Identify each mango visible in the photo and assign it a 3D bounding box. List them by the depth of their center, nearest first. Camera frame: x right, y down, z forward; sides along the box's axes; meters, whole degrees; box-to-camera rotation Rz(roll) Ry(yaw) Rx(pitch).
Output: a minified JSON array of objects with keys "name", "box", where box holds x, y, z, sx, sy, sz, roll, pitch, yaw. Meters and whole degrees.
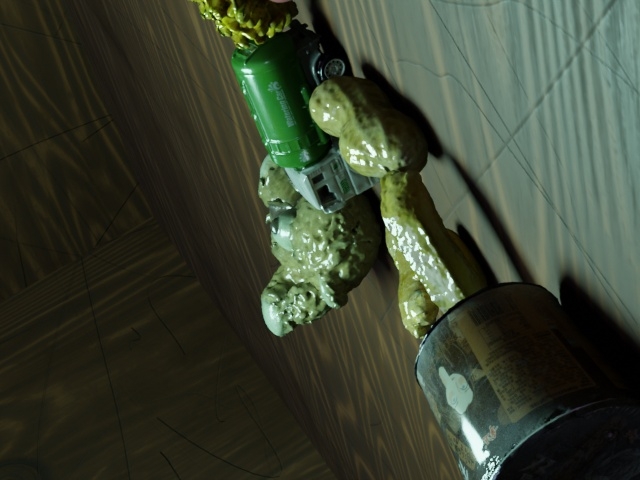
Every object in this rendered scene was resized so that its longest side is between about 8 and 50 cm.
[{"name":"mango","box":[0.157,0.038,2.071,0.079,0.057,0.114,-133,18,-76]}]

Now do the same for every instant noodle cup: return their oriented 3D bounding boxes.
[{"name":"instant noodle cup","box":[0.211,0.171,1.797,0.217,0.217,0.207,72,172,-47]}]

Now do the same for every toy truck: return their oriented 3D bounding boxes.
[{"name":"toy truck","box":[-0.018,-0.153,2.191,0.101,0.125,0.242,44,162,54]}]

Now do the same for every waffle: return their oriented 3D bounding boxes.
[{"name":"waffle","box":[-0.103,-0.319,2.088,0.193,0.070,0.197,63,-155,-2]}]

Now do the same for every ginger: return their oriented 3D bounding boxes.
[{"name":"ginger","box":[0.109,0.033,2.167,0.193,0.052,0.176,62,-167,-82]}]

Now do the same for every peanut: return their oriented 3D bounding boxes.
[{"name":"peanut","box":[0.051,-0.128,2.034,0.193,0.089,0.089,48,164,48]}]

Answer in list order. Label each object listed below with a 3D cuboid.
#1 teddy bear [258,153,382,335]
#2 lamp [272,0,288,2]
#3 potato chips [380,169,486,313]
[{"name":"teddy bear","box":[0.000,0.000,2.443,0.256,0.156,0.267,171,99,-83]},{"name":"lamp","box":[-0.052,-0.316,1.992,0.107,0.092,0.107,57,168,19]},{"name":"potato chips","box":[0.185,0.100,1.960,0.407,0.057,0.080,55,-146,-8]}]
